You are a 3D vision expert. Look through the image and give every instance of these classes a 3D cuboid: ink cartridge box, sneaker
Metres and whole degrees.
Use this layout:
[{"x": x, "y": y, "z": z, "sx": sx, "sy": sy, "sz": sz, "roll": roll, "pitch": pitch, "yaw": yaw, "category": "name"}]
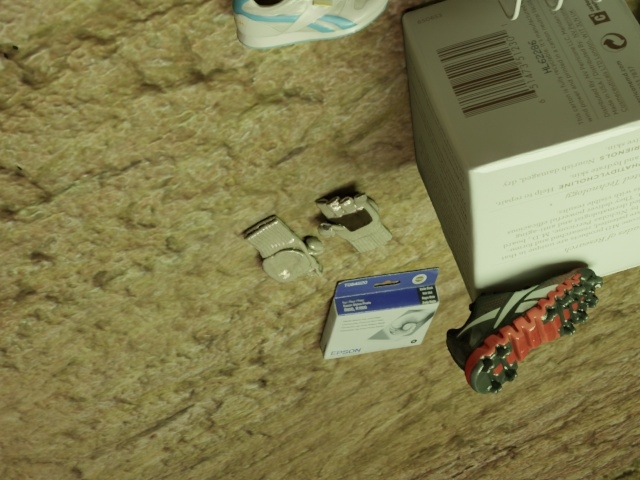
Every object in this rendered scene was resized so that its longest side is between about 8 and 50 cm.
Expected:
[{"x": 0.123, "y": 0.150, "z": 2.492, "sx": 0.223, "sy": 0.045, "sz": 0.224, "roll": -8, "pitch": 144, "yaw": -16, "category": "ink cartridge box"}, {"x": -0.009, "y": -0.336, "z": 1.722, "sx": 0.228, "sy": 0.087, "sz": 0.092, "roll": -17, "pitch": 144, "yaw": -7, "category": "sneaker"}, {"x": 0.307, "y": 0.115, "z": 1.915, "sx": 0.276, "sy": 0.135, "sz": 0.098, "roll": -35, "pitch": 136, "yaw": -14, "category": "sneaker"}]

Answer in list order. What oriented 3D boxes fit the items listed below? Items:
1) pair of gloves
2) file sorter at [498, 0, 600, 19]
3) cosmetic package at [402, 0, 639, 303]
[{"x": 0.000, "y": 0.000, "z": 2.230, "sx": 0.240, "sy": 0.042, "sz": 0.204, "roll": -23, "pitch": 146, "yaw": 6, "category": "pair of gloves"}, {"x": 0.365, "y": -0.436, "z": 1.689, "sx": 0.277, "sy": 0.173, "sz": 0.193, "roll": -13, "pitch": 146, "yaw": -9, "category": "file sorter"}, {"x": 0.335, "y": -0.155, "z": 1.923, "sx": 0.327, "sy": 0.329, "sz": 0.394, "roll": -17, "pitch": 146, "yaw": -3, "category": "cosmetic package"}]
